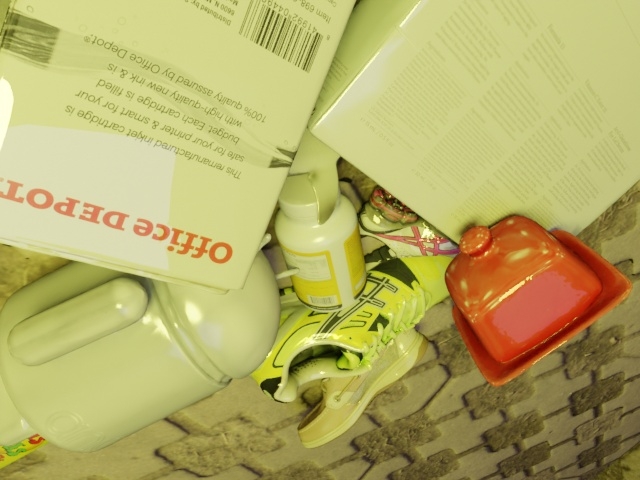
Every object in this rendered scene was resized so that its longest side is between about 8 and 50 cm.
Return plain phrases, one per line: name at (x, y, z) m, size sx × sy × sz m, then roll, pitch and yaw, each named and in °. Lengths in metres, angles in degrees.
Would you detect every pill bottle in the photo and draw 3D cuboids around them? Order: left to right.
pill bottle at (0.000, 0.000, 0.655) m, size 0.103 × 0.103 × 0.184 m, roll -21°, pitch 134°, yaw -8°

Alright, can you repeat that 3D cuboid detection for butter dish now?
butter dish at (0.186, 0.033, 0.520) m, size 0.160 × 0.160 × 0.118 m, roll -41°, pitch 107°, yaw 14°

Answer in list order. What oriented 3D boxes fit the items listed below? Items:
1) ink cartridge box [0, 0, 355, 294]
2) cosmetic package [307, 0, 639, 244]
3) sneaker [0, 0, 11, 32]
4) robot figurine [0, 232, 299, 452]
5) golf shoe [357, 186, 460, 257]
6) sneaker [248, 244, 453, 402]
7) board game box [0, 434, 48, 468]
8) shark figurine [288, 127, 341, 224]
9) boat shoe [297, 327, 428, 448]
ink cartridge box at (-0.112, -0.120, 0.370) m, size 0.197 × 0.114 × 0.273 m, roll 19°, pitch 96°, yaw -34°
cosmetic package at (0.198, -0.139, 0.530) m, size 0.377 × 0.097 × 0.284 m, roll 31°, pitch 112°, yaw -36°
sneaker at (-0.257, -0.217, 0.351) m, size 0.118 × 0.107 × 0.279 m, roll 22°, pitch 109°, yaw 7°
robot figurine at (-0.194, 0.095, 0.574) m, size 0.353 × 0.200 × 0.300 m, roll -27°, pitch 170°, yaw 2°
golf shoe at (0.136, -0.009, 0.729) m, size 0.186 × 0.067 × 0.086 m, roll 23°, pitch 124°, yaw -16°
sneaker at (0.068, 0.121, 0.762) m, size 0.384 × 0.147 × 0.145 m, roll -24°, pitch 133°, yaw -8°
board game box at (-0.454, 0.272, 0.718) m, size 0.181 × 0.043 × 0.092 m, roll -28°, pitch 134°, yaw 0°
shark figurine at (-0.076, -0.108, 0.536) m, size 0.278 × 0.116 × 0.166 m, roll 5°, pitch 93°, yaw -38°
boat shoe at (0.052, 0.245, 0.907) m, size 0.098 × 0.109 × 0.302 m, roll 42°, pitch 108°, yaw -2°
